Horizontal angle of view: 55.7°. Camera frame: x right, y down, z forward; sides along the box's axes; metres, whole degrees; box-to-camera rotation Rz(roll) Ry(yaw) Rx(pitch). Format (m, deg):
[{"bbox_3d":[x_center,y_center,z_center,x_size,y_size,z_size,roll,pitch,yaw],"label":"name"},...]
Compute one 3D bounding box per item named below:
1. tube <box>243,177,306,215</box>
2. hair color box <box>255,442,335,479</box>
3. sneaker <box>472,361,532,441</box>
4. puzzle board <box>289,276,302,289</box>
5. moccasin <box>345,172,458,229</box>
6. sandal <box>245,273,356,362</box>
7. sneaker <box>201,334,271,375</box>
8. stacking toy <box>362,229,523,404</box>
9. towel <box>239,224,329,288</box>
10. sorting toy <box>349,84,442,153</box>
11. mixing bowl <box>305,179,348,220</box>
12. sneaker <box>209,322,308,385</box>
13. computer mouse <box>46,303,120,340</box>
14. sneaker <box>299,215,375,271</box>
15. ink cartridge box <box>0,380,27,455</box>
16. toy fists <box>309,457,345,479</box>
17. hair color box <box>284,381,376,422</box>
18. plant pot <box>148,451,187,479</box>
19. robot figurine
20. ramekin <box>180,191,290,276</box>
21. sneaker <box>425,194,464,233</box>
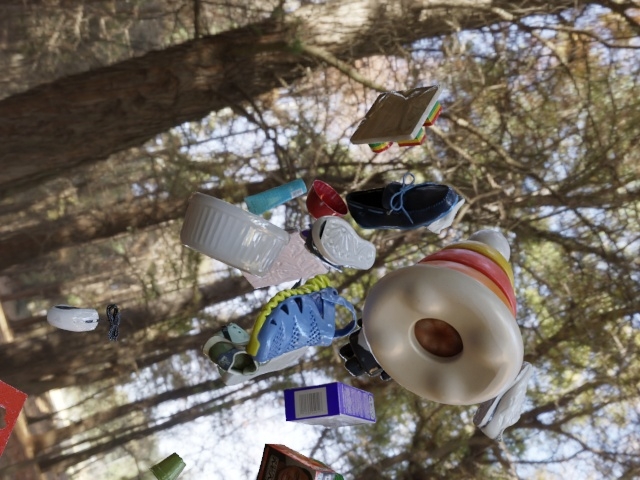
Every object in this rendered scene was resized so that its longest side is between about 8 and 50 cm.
[{"bbox_3d":[-0.148,-0.145,2.018,0.052,0.207,0.080,39,-29,65],"label":"tube"},{"bbox_3d":[-0.043,0.381,0.972,0.141,0.043,0.072,3,-102,50],"label":"hair color box"},{"bbox_3d":[0.526,0.445,1.691,0.095,0.235,0.090,39,-7,0],"label":"sneaker"},{"bbox_3d":[-0.103,0.178,1.925,0.011,0.128,0.096,38,15,-9],"label":"puzzle board"},{"bbox_3d":[0.202,-0.099,1.650,0.342,0.137,0.117,-12,-50,40],"label":"moccasin"},{"bbox_3d":[-0.027,0.166,1.229,0.138,0.317,0.126,34,-59,19],"label":"sandal"},{"bbox_3d":[-0.150,0.247,1.237,0.086,0.192,0.064,35,-83,38],"label":"sneaker"},{"bbox_3d":[0.340,0.118,1.438,0.351,0.480,0.350,15,-56,23],"label":"stacking toy"},{"bbox_3d":[-0.173,0.071,2.382,0.317,0.332,0.053,58,26,-49],"label":"towel"},{"bbox_3d":[0.271,-0.405,2.078,0.255,0.257,0.089,3,-40,42],"label":"sorting toy"},{"bbox_3d":[0.009,-0.135,2.350,0.098,0.181,0.181,-44,-120,23],"label":"mixing bowl"},{"bbox_3d":[-0.152,0.251,1.506,0.151,0.256,0.094,56,-43,27],"label":"sneaker"},{"bbox_3d":[-0.655,0.223,1.677,0.042,0.193,0.106,-138,-122,-66],"label":"computer mouse"},{"bbox_3d":[0.000,0.000,1.834,0.236,0.323,0.130,13,-99,36],"label":"sneaker"},{"bbox_3d":[-0.889,0.337,1.472,0.385,0.091,0.308,43,8,-22],"label":"ink cartridge box"},{"bbox_3d":[-0.062,0.529,1.092,0.279,0.142,0.096,-66,-156,-4],"label":"toy fists"},{"bbox_3d":[0.037,0.536,1.952,0.339,0.185,0.110,43,39,-59],"label":"hair color box"},{"bbox_3d":[-0.407,0.618,1.639,0.083,0.079,0.083,36,-30,25],"label":"plant pot"},{"bbox_3d":[0.205,0.351,2.056,0.209,0.278,0.173,60,7,2],"label":"robot figurine"},{"bbox_3d":[-0.218,-0.006,1.488,0.273,0.273,0.127,9,-106,61],"label":"ramekin"},{"bbox_3d":[0.402,-0.083,1.928,0.152,0.061,0.053,-42,-152,20],"label":"sneaker"}]
